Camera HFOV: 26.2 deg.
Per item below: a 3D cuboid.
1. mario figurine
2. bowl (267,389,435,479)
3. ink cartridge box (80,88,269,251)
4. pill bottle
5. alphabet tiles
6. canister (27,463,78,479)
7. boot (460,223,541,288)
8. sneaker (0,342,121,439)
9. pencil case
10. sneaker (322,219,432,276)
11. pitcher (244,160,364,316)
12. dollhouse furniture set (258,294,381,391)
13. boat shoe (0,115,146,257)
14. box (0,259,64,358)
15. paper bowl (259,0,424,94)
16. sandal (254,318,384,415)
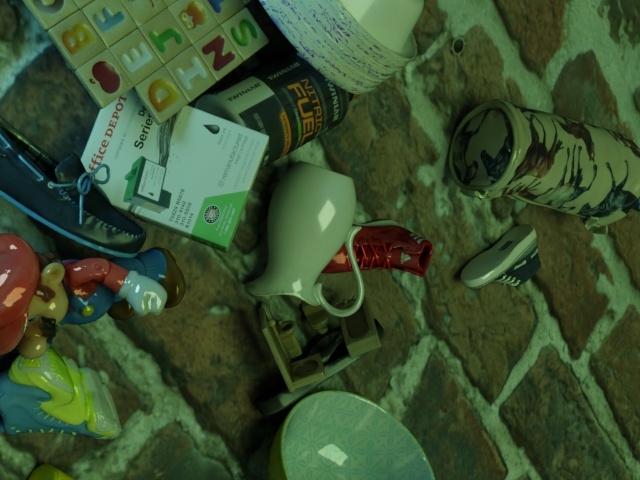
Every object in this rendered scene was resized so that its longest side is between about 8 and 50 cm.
[{"bbox_3d":[-0.315,0.091,1.696,0.320,0.170,0.198,-4,134,-54],"label":"mario figurine"},{"bbox_3d":[0.025,0.395,2.138,0.289,0.289,0.156,-3,146,-42],"label":"bowl"},{"bbox_3d":[-0.196,-0.097,1.785,0.219,0.092,0.160,20,86,-2],"label":"ink cartridge box"},{"bbox_3d":[-0.049,-0.196,1.947,0.245,0.130,0.130,-33,122,-32],"label":"pill bottle"},{"bbox_3d":[-0.214,-0.319,1.748,0.342,0.011,0.285,-43,105,-38],"label":"alphabet tiles"},{"bbox_3d":[-0.341,0.393,1.885,0.170,0.073,0.126,40,74,-40],"label":"canister"},{"bbox_3d":[0.321,0.054,2.394,0.190,0.069,0.086,-35,120,-32],"label":"boot"},{"bbox_3d":[-0.362,0.216,1.825,0.126,0.091,0.240,-25,143,6],"label":"sneaker"},{"bbox_3d":[0.392,-0.124,2.348,0.410,0.160,0.184,9,81,-44],"label":"pencil case"},{"bbox_3d":[0.085,0.014,2.128,0.221,0.128,0.087,-15,111,-39],"label":"sneaker"},{"bbox_3d":[0.000,0.000,2.031,0.177,0.125,0.207,18,93,-11],"label":"pitcher"},{"bbox_3d":[-0.004,0.116,2.066,0.151,0.144,0.123,-21,121,4],"label":"dollhouse furniture set"},{"bbox_3d":[-0.322,-0.069,1.675,0.258,0.109,0.089,30,101,-12],"label":"boat shoe"},{"bbox_3d":[-0.434,0.082,1.738,0.225,0.036,0.136,5,98,-43],"label":"box"},{"bbox_3d":[0.031,-0.351,1.860,0.148,0.284,0.284,-36,136,20],"label":"paper bowl"},{"bbox_3d":[0.001,0.183,2.130,0.254,0.097,0.054,-32,96,-33],"label":"sandal"}]
